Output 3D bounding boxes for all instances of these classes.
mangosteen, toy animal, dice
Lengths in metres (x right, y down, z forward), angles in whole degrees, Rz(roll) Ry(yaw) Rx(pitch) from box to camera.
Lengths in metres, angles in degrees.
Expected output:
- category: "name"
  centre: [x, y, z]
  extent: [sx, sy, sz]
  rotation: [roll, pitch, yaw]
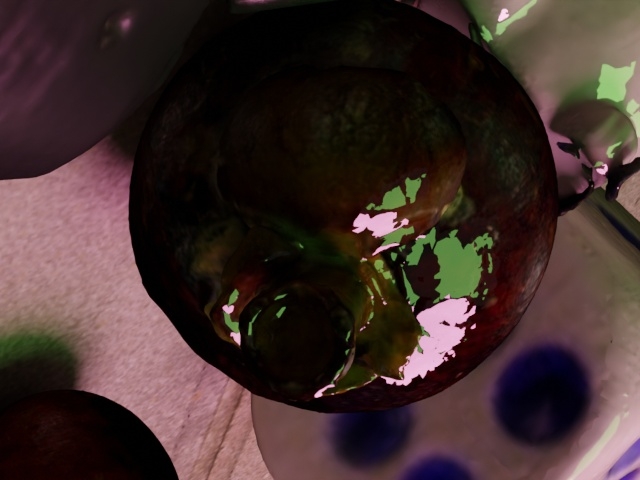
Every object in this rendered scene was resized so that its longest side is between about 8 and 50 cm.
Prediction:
- category: "mangosteen"
  centre: [-0.188, 0.176, 0.737]
  extent: [0.200, 0.200, 0.200]
  rotation: [-31, 153, -18]
- category: "toy animal"
  centre: [0.211, -0.168, 0.715]
  extent: [0.310, 0.183, 0.247]
  rotation: [-39, 159, -15]
- category: "mangosteen"
  centre: [0.000, 0.000, 0.588]
  extent: [0.231, 0.231, 0.289]
  rotation: [-58, -179, 31]
- category: "dice"
  centre: [0.143, 0.105, 0.932]
  extent: [0.304, 0.277, 0.304]
  rotation: [-47, 155, 17]

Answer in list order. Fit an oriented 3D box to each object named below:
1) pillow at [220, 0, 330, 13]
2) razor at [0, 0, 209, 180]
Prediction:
- category: "pillow"
  centre: [0.058, -0.213, 0.502]
  extent: [0.186, 0.106, 0.250]
  rotation: [-26, 154, -53]
- category: "razor"
  centre: [-0.158, -0.118, 0.357]
  extent: [0.204, 0.113, 0.349]
  rotation: [-53, 152, 15]
